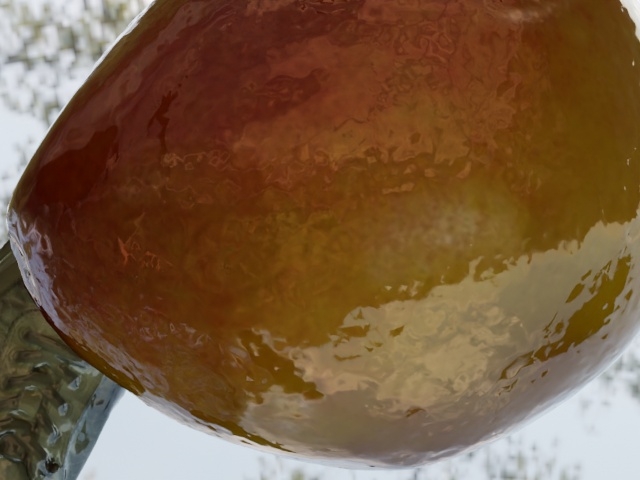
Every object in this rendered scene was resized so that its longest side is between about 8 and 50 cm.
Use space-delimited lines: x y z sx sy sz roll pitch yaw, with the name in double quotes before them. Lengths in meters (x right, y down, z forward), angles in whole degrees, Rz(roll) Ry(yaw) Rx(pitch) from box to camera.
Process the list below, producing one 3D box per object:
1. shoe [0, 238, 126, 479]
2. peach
"shoe" -0.174 0.104 0.928 0.103 0.275 0.098 23 -166 -13
"peach" 0.019 -0.027 0.793 0.308 0.289 0.289 11 -152 -36
